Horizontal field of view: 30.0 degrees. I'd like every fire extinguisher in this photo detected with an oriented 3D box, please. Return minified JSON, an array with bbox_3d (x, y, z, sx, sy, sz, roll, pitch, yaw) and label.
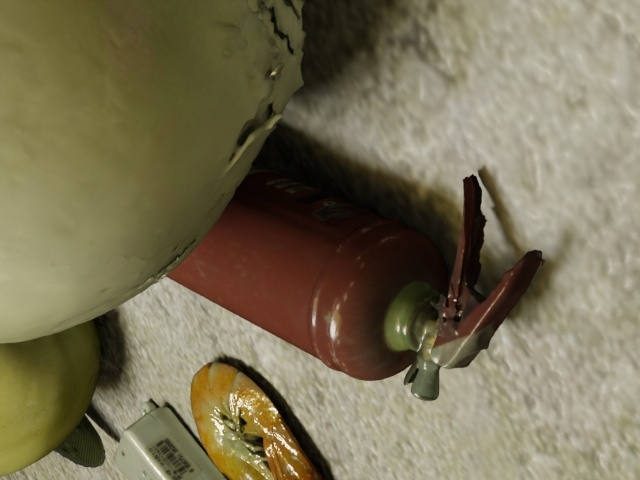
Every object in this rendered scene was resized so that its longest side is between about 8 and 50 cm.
[{"bbox_3d":[0.000,0.000,0.795,0.337,0.106,0.147,23,110,40],"label":"fire extinguisher"}]

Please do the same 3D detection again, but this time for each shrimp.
[{"bbox_3d":[-0.046,0.190,1.057,0.217,0.051,0.115,43,143,26],"label":"shrimp"}]

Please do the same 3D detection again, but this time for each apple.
[{"bbox_3d":[-0.356,0.115,1.231,0.262,0.262,0.262,33,141,33],"label":"apple"}]

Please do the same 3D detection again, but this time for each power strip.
[{"bbox_3d":[-0.094,0.309,1.213,0.338,0.058,0.098,48,146,13],"label":"power strip"}]

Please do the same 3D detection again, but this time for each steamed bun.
[{"bbox_3d":[-0.152,-0.084,0.710,0.233,0.312,0.334,28,-172,-12],"label":"steamed bun"}]

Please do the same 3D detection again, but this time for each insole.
[{"bbox_3d":[-0.359,0.159,1.417,0.322,0.109,0.007,43,109,29],"label":"insole"}]
